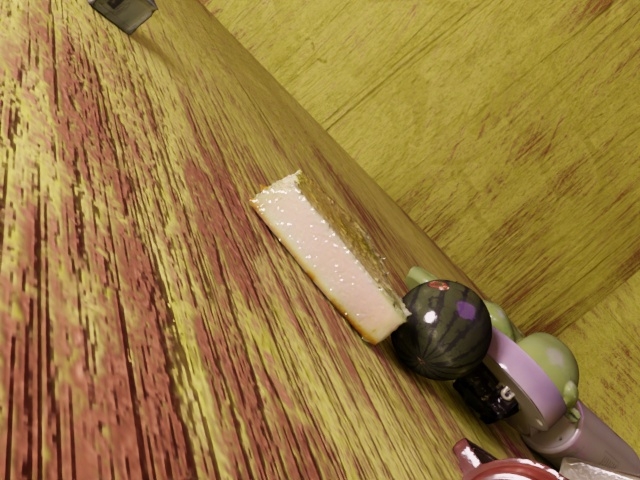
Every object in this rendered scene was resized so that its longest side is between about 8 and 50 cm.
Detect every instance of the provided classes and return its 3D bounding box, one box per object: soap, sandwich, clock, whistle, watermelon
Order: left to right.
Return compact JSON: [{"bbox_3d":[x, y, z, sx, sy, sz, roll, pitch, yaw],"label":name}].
[{"bbox_3d":[0.000,0.000,0.788,0.162,0.058,0.193,41,13,-27],"label":"sandwich"},{"bbox_3d":[0.130,0.086,0.827,0.105,0.105,0.133,46,38,-12],"label":"watermelon"},{"bbox_3d":[0.224,0.153,1.073,0.294,0.141,0.141,30,5,15],"label":"whistle"},{"bbox_3d":[0.192,0.158,0.913,0.172,0.064,0.198,47,-11,14],"label":"clock"},{"bbox_3d":[0.376,0.323,0.993,0.122,0.063,0.183,10,-14,32],"label":"soap"}]

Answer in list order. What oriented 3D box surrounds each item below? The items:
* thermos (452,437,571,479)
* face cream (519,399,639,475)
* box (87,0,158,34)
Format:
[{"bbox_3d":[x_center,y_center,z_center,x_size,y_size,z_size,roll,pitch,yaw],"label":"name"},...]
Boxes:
[{"bbox_3d":[0.135,0.186,0.490,0.232,0.099,0.124,38,18,-50],"label":"thermos"},{"bbox_3d":[0.414,0.326,1.201,0.345,0.102,0.102,40,12,-43],"label":"face cream"},{"bbox_3d":[-0.230,-0.283,0.890,0.063,0.060,0.085,58,11,25],"label":"box"}]
